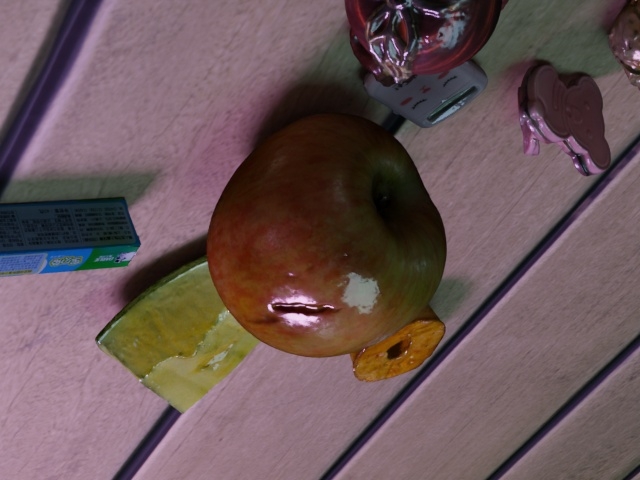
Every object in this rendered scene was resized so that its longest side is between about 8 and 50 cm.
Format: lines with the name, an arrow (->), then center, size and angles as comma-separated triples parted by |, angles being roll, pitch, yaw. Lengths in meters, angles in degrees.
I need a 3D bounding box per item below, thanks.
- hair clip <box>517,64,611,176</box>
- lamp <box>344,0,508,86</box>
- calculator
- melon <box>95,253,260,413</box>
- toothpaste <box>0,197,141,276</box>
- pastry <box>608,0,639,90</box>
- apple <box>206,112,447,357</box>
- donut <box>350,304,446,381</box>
hair clip -> 0.282, -0.146, 1.870 | 0.102, 0.123, 0.138 | -6, 158, 9
lamp -> 0.100, -0.221, 1.548 | 0.215, 0.151, 0.223 | -33, 153, 26
calculator -> 0.116, -0.175, 1.767 | 0.100, 0.032, 0.175 | -35, 151, 20
melon -> -0.101, 0.078, 1.954 | 0.323, 0.124, 0.196 | -34, 153, 6
toothpaste -> -0.324, 0.001, 1.700 | 0.266, 0.065, 0.050 | -5, 147, -33
pastry -> 0.426, -0.244, 1.819 | 0.192, 0.093, 0.182 | -33, 152, 26
apple -> 0.000, 0.000, 1.748 | 0.264, 0.264, 0.264 | -18, 152, -10
donut -> 0.103, 0.138, 2.281 | 0.152, 0.058, 0.152 | -19, 152, -11
